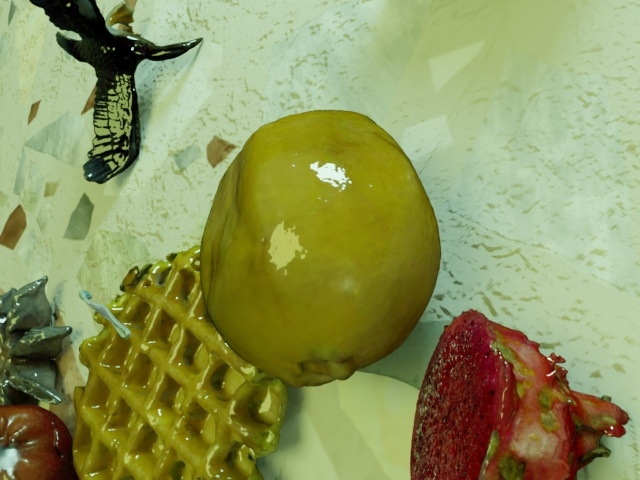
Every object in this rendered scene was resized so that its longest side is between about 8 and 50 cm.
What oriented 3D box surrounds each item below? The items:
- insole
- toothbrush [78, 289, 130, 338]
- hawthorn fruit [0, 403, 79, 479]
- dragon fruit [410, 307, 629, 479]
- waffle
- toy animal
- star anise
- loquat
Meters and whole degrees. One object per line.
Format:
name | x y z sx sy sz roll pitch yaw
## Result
insole | 0.081 0.090 0.546 0.197 0.004 0.065 3 80 42
toothbrush | -0.226 0.076 0.723 0.131 0.013 0.011 24 107 49
hawthorn fruit | -0.362 0.270 0.776 0.179 0.173 0.173 -44 53 23
dragon fruit | 0.127 0.130 0.440 0.153 0.111 0.153 -165 90 -86
waffle | -0.156 0.156 0.692 0.325 0.068 0.302 -29 61 31
toy animal | -0.248 -0.245 0.852 0.197 0.272 0.160 -20 39 -4
star anise | -0.384 0.146 0.896 0.172 0.063 0.208 0 78 40
loquat | 0.000 0.000 0.527 0.187 0.176 0.234 -39 37 27
